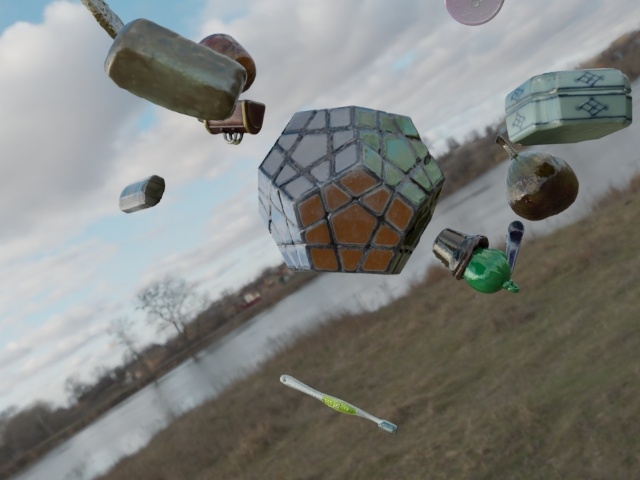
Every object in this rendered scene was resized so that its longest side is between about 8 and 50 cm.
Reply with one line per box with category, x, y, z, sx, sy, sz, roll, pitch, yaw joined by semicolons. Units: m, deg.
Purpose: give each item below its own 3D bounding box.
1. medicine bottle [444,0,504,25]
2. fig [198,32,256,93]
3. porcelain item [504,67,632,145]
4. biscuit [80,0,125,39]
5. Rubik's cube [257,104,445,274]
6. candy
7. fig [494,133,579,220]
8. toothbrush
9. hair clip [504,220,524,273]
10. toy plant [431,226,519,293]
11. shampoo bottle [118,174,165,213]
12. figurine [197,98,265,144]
medicine bottle;0.392;-0.634;1.865;0.152;0.152;0.254;-33;13;24
fig;-0.280;-0.435;1.929;0.207;0.175;0.175;-40;-3;-1
porcelain item;0.656;-0.355;1.971;0.281;0.157;0.286;-3;-3;-6
biscuit;-0.536;-0.554;1.839;0.038;0.290;0.141;-36;18;9
Rubik's cube;0.048;-0.077;1.235;0.264;0.319;0.319;-25;-5;-19
candy;-0.249;-0.291;1.281;0.102;0.233;0.104;-54;15;51
fig;0.637;-0.221;2.265;0.216;0.321;0.217;-17;-33;-12
toothbrush;0.032;0.318;1.449;0.026;0.262;0.022;3;-76;-62
hair clip;0.515;0.024;1.998;0.275;0.048;0.083;-45;-30;-63
toy plant;0.330;0.047;1.532;0.143;0.200;0.105;-18;-41;-56
shampoo bottle;-0.475;-0.121;1.959;0.227;0.055;0.086;-4;66;60
figurine;-0.201;-0.259;1.628;0.154;0.098;0.082;2;7;29
